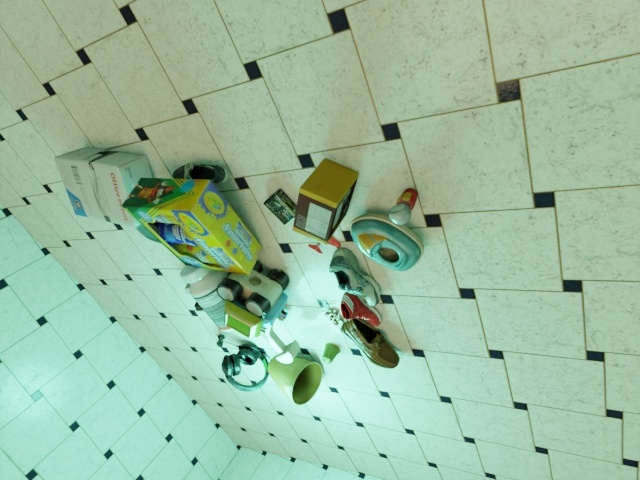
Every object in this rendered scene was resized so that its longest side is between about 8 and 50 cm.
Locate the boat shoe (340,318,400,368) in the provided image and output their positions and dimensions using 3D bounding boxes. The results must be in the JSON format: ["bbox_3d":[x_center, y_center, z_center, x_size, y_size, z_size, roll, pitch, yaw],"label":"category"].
[{"bbox_3d":[0.231,0.453,1.899,0.307,0.110,0.104,35,139,-1],"label":"boat shoe"}]

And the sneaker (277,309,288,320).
[{"bbox_3d":[-0.212,0.329,2.112,0.135,0.052,0.058,43,117,-2],"label":"sneaker"}]

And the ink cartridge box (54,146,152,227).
[{"bbox_3d":[-0.933,-0.240,1.907,0.396,0.166,0.285,11,123,24],"label":"ink cartridge box"}]

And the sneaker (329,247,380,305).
[{"bbox_3d":[0.124,0.171,1.693,0.110,0.122,0.283,-24,114,43],"label":"sneaker"}]

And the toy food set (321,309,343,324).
[{"bbox_3d":[0.059,0.351,1.982,0.078,0.019,0.122,-7,132,37],"label":"toy food set"}]

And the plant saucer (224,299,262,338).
[{"bbox_3d":[-0.353,0.361,1.903,0.189,0.045,0.188,27,144,6],"label":"plant saucer"}]

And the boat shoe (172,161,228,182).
[{"bbox_3d":[-0.485,-0.256,1.681,0.255,0.079,0.095,9,99,24],"label":"boat shoe"}]

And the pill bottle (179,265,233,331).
[{"bbox_3d":[-0.499,0.249,2.090,0.210,0.210,0.362,-11,122,38],"label":"pill bottle"}]

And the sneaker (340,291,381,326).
[{"bbox_3d":[0.157,0.312,1.800,0.221,0.128,0.087,45,137,-12],"label":"sneaker"}]

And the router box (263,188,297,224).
[{"bbox_3d":[-0.146,-0.128,1.646,0.122,0.038,0.092,46,137,-14],"label":"router box"}]

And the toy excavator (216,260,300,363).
[{"bbox_3d":[-0.266,0.346,2.015,0.433,0.222,0.444,27,136,9],"label":"toy excavator"}]

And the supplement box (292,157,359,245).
[{"bbox_3d":[0.016,-0.128,1.430,0.129,0.191,0.194,25,137,10],"label":"supplement box"}]

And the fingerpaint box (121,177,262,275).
[{"bbox_3d":[-0.510,-0.049,1.768,0.372,0.163,0.444,6,148,27],"label":"fingerpaint box"}]

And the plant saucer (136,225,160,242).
[{"bbox_3d":[-0.832,-0.099,2.097,0.318,0.043,0.317,17,135,17],"label":"plant saucer"}]

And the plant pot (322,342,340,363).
[{"bbox_3d":[0.046,0.568,2.144,0.084,0.079,0.083,17,136,17],"label":"plant pot"}]

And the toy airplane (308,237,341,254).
[{"bbox_3d":[0.000,0.000,1.682,0.151,0.028,0.151,16,136,17],"label":"toy airplane"}]

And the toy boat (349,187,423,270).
[{"bbox_3d":[0.228,-0.027,1.425,0.268,0.148,0.318,27,138,7],"label":"toy boat"}]

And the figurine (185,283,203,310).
[{"bbox_3d":[-0.582,0.287,2.280,0.210,0.092,0.214,1,128,21],"label":"figurine"}]

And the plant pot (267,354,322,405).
[{"bbox_3d":[-0.161,0.723,2.332,0.255,0.237,0.237,16,137,38],"label":"plant pot"}]

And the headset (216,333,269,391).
[{"bbox_3d":[-0.470,0.699,2.486,0.394,0.244,0.185,45,137,19],"label":"headset"}]
